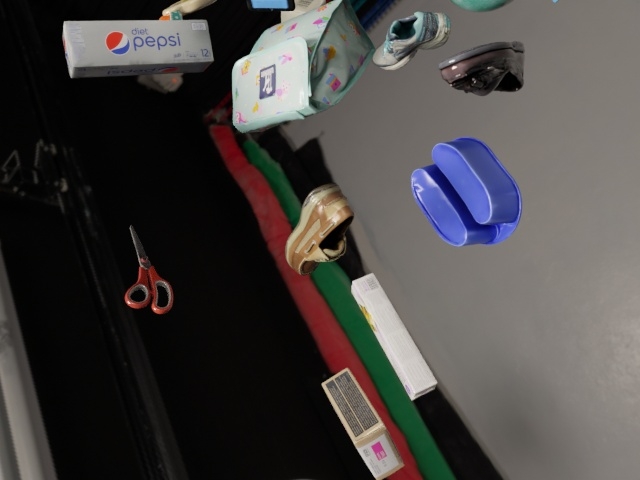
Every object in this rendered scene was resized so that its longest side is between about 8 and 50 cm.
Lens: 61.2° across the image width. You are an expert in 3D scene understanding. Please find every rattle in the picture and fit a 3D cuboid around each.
[{"bbox_3d":[-0.340,-0.594,1.286,0.130,0.143,0.200,20,-134,27],"label":"rattle"}]

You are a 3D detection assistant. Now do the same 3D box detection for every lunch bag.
[{"bbox_3d":[-0.048,-0.328,1.070,0.160,0.223,0.262,50,-127,-35],"label":"lunch bag"}]

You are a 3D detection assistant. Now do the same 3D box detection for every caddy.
[{"bbox_3d":[0.429,-0.141,1.579,0.179,0.241,0.341,-11,-118,-36],"label":"caddy"}]

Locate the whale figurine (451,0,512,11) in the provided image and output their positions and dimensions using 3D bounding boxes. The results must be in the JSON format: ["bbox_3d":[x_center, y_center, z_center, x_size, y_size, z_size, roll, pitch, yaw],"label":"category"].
[{"bbox_3d":[0.287,-0.526,0.926,0.272,0.216,0.141,68,-172,-47],"label":"whale figurine"}]

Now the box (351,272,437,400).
[{"bbox_3d":[0.175,0.231,1.338,0.063,0.067,0.324,89,155,-58],"label":"box"}]

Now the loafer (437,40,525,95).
[{"bbox_3d":[0.328,-0.321,1.035,0.302,0.109,0.095,-27,-78,-47],"label":"loafer"}]

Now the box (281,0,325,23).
[{"bbox_3d":[-0.050,-0.536,1.529,0.094,0.275,0.113,17,-130,13],"label":"box"}]

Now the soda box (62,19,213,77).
[{"bbox_3d":[-0.379,-0.402,1.133,0.286,0.098,0.091,-12,-83,-26],"label":"soda box"}]

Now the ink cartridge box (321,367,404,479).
[{"bbox_3d":[0.108,0.470,1.380,0.193,0.088,0.235,53,170,48],"label":"ink cartridge box"}]

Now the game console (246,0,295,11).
[{"bbox_3d":[-0.128,-0.556,1.198,0.122,0.071,0.107,8,-167,19],"label":"game console"}]

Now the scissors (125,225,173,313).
[{"bbox_3d":[-0.424,0.066,1.339,0.109,0.021,0.297,5,-141,-22],"label":"scissors"}]

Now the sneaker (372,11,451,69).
[{"bbox_3d":[0.225,-0.574,1.523,0.122,0.283,0.110,4,-98,-33],"label":"sneaker"}]

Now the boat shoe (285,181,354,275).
[{"bbox_3d":[0.000,0.000,1.349,0.122,0.324,0.120,-28,-114,-29],"label":"boat shoe"}]

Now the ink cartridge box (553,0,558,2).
[{"bbox_3d":[0.298,-0.421,0.719,0.181,0.061,0.104,50,-125,-2],"label":"ink cartridge box"}]
